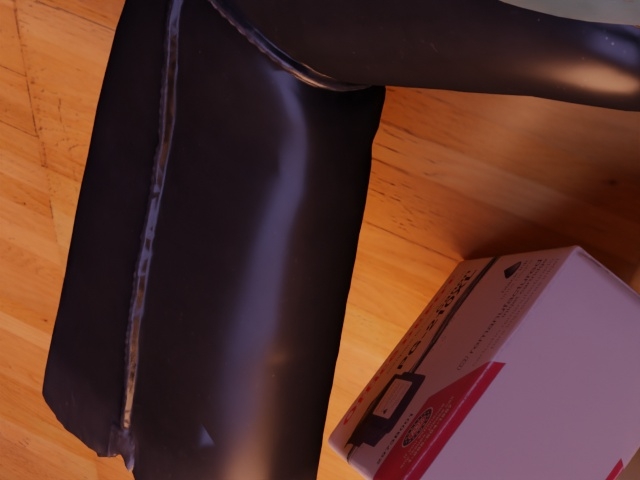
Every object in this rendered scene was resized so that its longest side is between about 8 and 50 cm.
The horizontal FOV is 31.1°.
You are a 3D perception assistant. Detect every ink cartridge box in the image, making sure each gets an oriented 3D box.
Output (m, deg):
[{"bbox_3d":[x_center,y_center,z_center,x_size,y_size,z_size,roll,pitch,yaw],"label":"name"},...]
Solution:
[{"bbox_3d":[0.106,0.102,0.723,0.100,0.172,0.237,39,172,-4],"label":"ink cartridge box"}]

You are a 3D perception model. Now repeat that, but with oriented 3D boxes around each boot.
[{"bbox_3d":[-0.001,-0.001,0.599,0.367,0.146,0.445,42,127,39],"label":"boot"}]

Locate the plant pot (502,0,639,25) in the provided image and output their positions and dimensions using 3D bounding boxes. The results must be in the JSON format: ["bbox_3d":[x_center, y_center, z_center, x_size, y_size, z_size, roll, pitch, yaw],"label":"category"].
[{"bbox_3d":[0.083,-0.226,0.268,0.293,0.293,0.235,20,179,19],"label":"plant pot"}]

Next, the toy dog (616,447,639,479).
[{"bbox_3d":[0.275,0.221,0.690,0.395,0.285,0.408,32,158,-33],"label":"toy dog"}]
